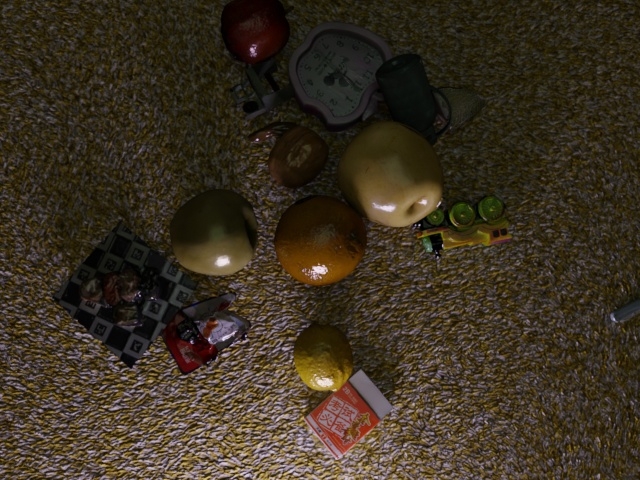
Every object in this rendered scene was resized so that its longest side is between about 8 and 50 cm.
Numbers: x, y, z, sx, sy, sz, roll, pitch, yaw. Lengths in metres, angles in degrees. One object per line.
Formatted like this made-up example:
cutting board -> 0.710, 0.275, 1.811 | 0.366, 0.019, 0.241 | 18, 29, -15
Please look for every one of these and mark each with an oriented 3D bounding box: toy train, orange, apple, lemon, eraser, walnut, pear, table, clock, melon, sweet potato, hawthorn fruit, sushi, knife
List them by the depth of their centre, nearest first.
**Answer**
orange -> 0.000, 0.000, 1.693 | 0.273, 0.274, 0.275 | 0, 83, -2
lemon -> 0.010, 0.341, 1.699 | 0.193, 0.180, 0.180 | 44, 83, 4
apple -> -0.305, -0.020, 1.703 | 0.262, 0.262, 0.263 | 0, 83, -2
pear -> 0.206, -0.189, 1.706 | 0.308, 0.309, 0.310 | 0, 83, -2
sushi -> -0.596, 0.154, 1.740 | 0.339, 0.069, 0.320 | 39, 83, 8
eraser -> 0.085, 0.518, 1.744 | 0.230, 0.038, 0.157 | -40, 85, -5
walnut -> -0.070, -0.252, 1.779 | 0.165, 0.165, 0.197 | 33, 83, 2
toy train -> 0.439, -0.042, 1.796 | 0.295, 0.100, 0.161 | -11, 85, -3
hawthorn fruit -> -0.189, -0.664, 1.807 | 0.249, 0.215, 0.215 | -26, 84, -9
knife -> 0.984, 0.212, 1.820 | 0.162, 0.023, 0.044 | -25, 82, -5
table -> -0.190, -0.476, 1.822 | 0.175, 0.062, 0.146 | -26, 57, -6
sweet potato -> -0.144, -0.348, 1.841 | 0.181, 0.054, 0.053 | -7, 74, -1
clock -> 0.067, -0.520, 1.846 | 0.338, 0.102, 0.339 | 0, 83, -3
melon -> 0.430, -0.413, 1.853 | 0.202, 0.093, 0.140 | 6, 88, -16

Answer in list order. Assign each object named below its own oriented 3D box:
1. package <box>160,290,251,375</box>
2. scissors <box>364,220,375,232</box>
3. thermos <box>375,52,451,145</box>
package -> -0.345, 0.267, 1.752 | 0.269, 0.071, 0.194 | -31, 73, 13
scissors -> 0.147, -0.045, 1.826 | 0.212, 0.021, 0.110 | -40, 82, -6
thermos -> 0.294, -0.419, 1.772 | 0.182, 0.145, 0.287 | -16, 124, 21
